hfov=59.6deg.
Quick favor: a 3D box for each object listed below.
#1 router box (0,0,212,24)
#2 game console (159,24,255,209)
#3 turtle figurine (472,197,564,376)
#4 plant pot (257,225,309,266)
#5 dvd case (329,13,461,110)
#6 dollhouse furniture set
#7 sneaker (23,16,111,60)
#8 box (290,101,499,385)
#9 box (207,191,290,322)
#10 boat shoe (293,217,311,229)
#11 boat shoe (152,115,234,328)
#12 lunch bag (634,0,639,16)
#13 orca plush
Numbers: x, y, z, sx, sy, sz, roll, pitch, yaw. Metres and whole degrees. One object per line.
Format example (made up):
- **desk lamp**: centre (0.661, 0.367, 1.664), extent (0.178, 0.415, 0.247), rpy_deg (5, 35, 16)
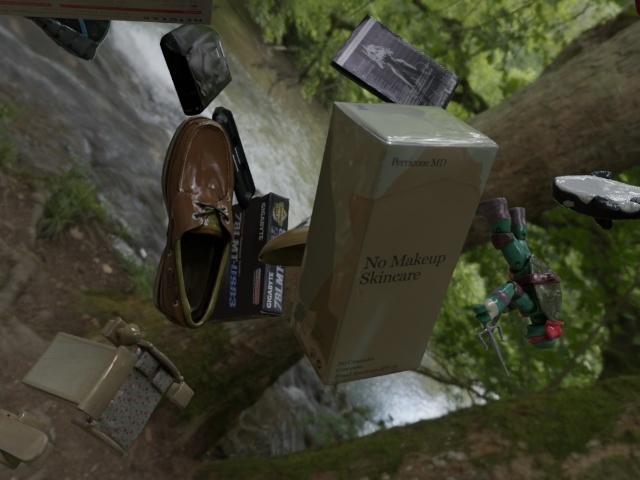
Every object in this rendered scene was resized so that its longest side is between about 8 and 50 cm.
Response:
- **router box**: centre (-0.294, -0.350, 0.650), extent (0.301, 0.335, 0.082), rpy_deg (-173, -98, -77)
- **game console**: centre (-0.195, -0.224, 1.059), extent (0.213, 0.044, 0.361), rpy_deg (-78, 156, -60)
- **turtle figurine**: centre (0.268, 0.065, 0.766), extent (0.175, 0.118, 0.234), rpy_deg (32, 48, -64)
- **plant pot**: centre (0.019, 0.007, 0.877), extent (0.236, 0.236, 0.032), rpy_deg (17, 66, -64)
- **dvd case**: centre (0.142, -0.310, 1.029), extent (0.221, 0.018, 0.164), rpy_deg (34, 57, -4)
- **dollhouse furniture set**: centre (-0.361, 0.337, 1.034), extent (0.303, 0.174, 0.355), rpy_deg (-61, 141, -32)
- **sneaker**: centre (-0.606, -0.532, 1.170), extent (0.341, 0.139, 0.125), rpy_deg (34, -4, -41)
- **box**: centre (0.070, 0.006, 0.654), extent (0.148, 0.311, 0.121), rpy_deg (-5, 34, -24)
- **box**: centre (-0.201, 0.053, 1.406), extent (0.073, 0.293, 0.295), rpy_deg (14, 71, -40)
- **boat shoe**: centre (0.000, 0.000, 1.015), extent (0.083, 0.065, 0.183), rpy_deg (48, -14, -8)
- **boat shoe**: centre (-0.167, -0.026, 0.809), extent (0.111, 0.104, 0.307), rpy_deg (2, 97, -33)
- **lunch bag**: centre (0.542, -0.430, 0.774), extent (0.258, 0.120, 0.293), rpy_deg (5, 92, -40)
- **orca plush**: centre (0.655, -0.077, 1.243), extent (0.151, 0.287, 0.102), rpy_deg (-96, -174, -52)
